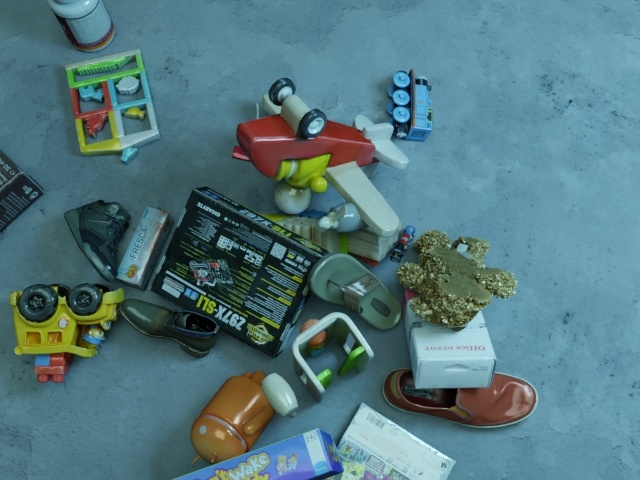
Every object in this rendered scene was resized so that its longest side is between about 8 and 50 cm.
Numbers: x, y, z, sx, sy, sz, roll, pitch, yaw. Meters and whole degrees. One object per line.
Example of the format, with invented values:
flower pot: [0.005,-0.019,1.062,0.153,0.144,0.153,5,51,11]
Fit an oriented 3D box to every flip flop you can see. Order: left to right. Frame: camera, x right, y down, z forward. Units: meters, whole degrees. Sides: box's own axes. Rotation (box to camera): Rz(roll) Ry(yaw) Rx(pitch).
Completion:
flip flop: [0.086,0.116,1.423,0.277,0.080,0.112,38,84,-33]

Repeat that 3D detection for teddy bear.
teddy bear: [0.281,0.082,1.429,0.245,0.113,0.338,0,29,-9]

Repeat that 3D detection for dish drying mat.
dish drying mat: [-0.173,-0.208,1.636,0.083,0.008,0.032,13,73,2]

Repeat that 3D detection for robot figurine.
robot figurine: [-0.176,0.365,1.368,0.158,0.128,0.219,20,48,23]

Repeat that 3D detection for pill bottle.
pill bottle: [-0.587,-0.568,1.633,0.121,0.221,0.121,0,72,-1]

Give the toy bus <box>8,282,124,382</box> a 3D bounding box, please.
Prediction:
toy bus: [-0.538,0.195,1.440,0.220,0.149,0.211,-2,85,-4]

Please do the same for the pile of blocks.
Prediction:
pile of blocks: [0.000,0.000,1.536,0.362,0.149,0.112,5,115,10]

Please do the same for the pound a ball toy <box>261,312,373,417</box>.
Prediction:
pound a ball toy: [-0.023,0.245,1.330,0.208,0.319,0.135,-33,76,-10]

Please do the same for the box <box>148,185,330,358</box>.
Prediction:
box: [-0.177,0.066,1.456,0.322,0.079,0.257,27,105,8]

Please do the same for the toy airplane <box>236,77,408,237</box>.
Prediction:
toy airplane: [0.000,-0.174,1.489,0.384,0.386,0.272,30,114,-9]

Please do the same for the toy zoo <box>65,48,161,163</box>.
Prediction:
toy zoo: [-0.508,-0.323,1.655,0.193,0.030,0.293,-14,73,-5]

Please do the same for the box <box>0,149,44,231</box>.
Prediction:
box: [-0.847,-0.060,1.512,0.191,0.143,0.381,41,78,11]

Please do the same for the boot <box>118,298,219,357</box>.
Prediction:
boot: [-0.317,0.165,1.434,0.219,0.106,0.082,27,49,-11]

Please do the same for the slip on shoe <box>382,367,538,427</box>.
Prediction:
slip on shoe: [0.300,0.326,1.424,0.332,0.101,0.123,7,70,0]

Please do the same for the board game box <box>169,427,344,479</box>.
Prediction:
board game box: [-0.139,0.460,1.281,0.347,0.233,0.078,-19,69,0]

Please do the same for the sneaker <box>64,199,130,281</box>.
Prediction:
sneaker: [-0.479,-0.012,1.506,0.130,0.087,0.227,-29,51,-12]

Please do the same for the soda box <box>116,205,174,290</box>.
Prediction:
soda box: [-0.398,0.017,1.531,0.058,0.063,0.183,18,73,7]

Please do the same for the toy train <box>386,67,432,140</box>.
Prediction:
toy train: [0.221,-0.333,1.649,0.105,0.080,0.184,6,70,-9]

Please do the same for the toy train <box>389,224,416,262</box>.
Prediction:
toy train: [0.187,0.003,1.515,0.027,0.036,0.158,16,30,14]

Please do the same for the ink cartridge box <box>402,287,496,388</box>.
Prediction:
ink cartridge box: [0.265,0.201,1.416,0.159,0.092,0.217,-1,36,-1]

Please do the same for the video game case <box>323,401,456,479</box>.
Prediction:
video game case: [0.130,0.489,1.399,0.232,0.042,0.210,30,75,8]
